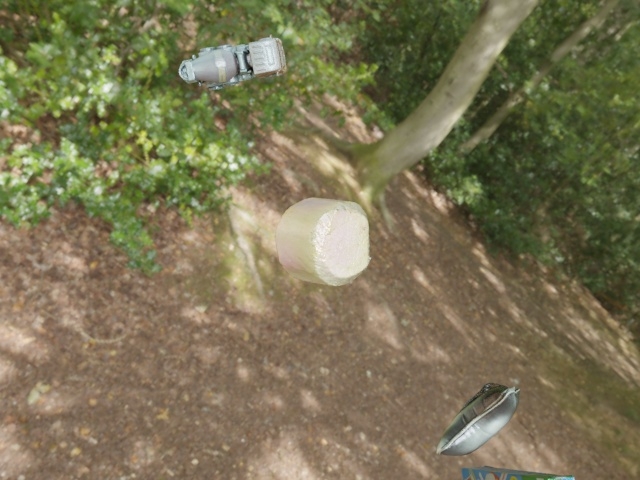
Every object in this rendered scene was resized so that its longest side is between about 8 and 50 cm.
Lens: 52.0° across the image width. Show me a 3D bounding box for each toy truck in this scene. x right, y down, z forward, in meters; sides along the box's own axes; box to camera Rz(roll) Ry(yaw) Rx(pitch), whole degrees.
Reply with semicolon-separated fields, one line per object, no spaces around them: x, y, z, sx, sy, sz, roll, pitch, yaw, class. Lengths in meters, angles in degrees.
-0.221;-0.448;1.667;0.140;0.256;0.108;-79;160;-76;toy truck

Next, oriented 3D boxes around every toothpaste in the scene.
0.318;0.410;1.077;0.050;0.065;0.266;4;-16;-16;toothpaste

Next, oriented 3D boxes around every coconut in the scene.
0.000;0.000;1.090;0.147;0.147;0.152;29;-15;-36;coconut

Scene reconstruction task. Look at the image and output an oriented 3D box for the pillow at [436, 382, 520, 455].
0.215;0.243;0.881;0.055;0.136;0.091;43;6;-1;pillow
